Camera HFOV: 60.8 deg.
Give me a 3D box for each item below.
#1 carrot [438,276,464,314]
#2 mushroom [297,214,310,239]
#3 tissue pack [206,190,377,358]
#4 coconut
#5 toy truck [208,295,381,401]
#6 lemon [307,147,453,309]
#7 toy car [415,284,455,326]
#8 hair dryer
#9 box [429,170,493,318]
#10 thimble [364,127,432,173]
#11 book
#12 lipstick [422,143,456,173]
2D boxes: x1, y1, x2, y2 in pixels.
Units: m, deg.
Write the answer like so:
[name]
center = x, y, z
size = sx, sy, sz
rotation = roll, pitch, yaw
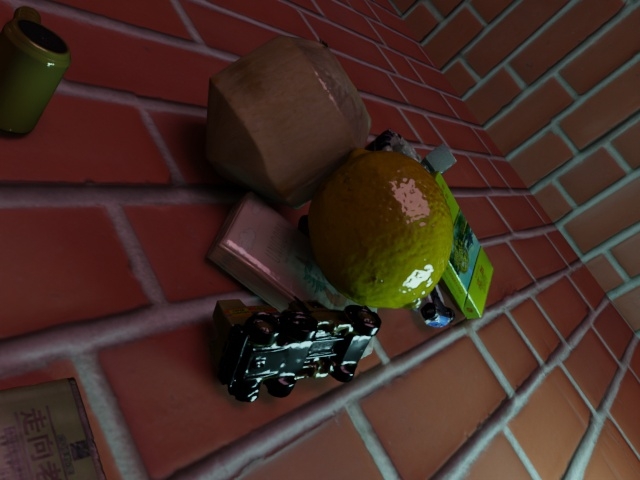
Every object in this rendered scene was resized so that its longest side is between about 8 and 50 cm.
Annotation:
[carrot]
center = 0.326, 0.118, 1.418
size = 0.190, 0.037, 0.037
rotation = 48, 31, 4
[mushroom]
center = 0.000, 0.000, 1.085
size = 0.123, 0.052, 0.123
rotation = 40, 2, -2
[tissue pack]
center = -0.036, 0.065, 0.974
size = 0.325, 0.071, 0.170
rotation = 40, 34, -16
[coconut]
center = -0.073, -0.211, 1.026
size = 0.323, 0.323, 0.322
rotation = 33, 35, -26
[toy truck]
center = -0.035, 0.147, 0.824
size = 0.257, 0.127, 0.127
rotation = 4, 27, -36
[lemon]
center = 0.101, -0.019, 0.932
size = 0.267, 0.267, 0.267
rotation = 33, 35, -26
[toy car]
center = 0.243, 0.123, 1.267
size = 0.080, 0.070, 0.170
rotation = 18, 45, -42
[hair dryer]
center = -0.436, -0.288, 0.806
size = 0.090, 0.135, 0.278
rotation = 23, 30, -39
[box]
center = 0.328, 0.013, 1.351
size = 0.335, 0.047, 0.187
rotation = 56, 41, -22
[thimble]
center = 0.196, -0.166, 1.447
size = 0.237, 0.150, 0.237
rotation = 34, 35, -28
[book]
center = -0.315, 0.220, 0.493
size = 0.231, 0.026, 0.161
rotation = 2, 55, -52
[lipstick]
center = 0.333, -0.216, 1.617
size = 0.068, 0.066, 0.317
rotation = 54, 2, 3
